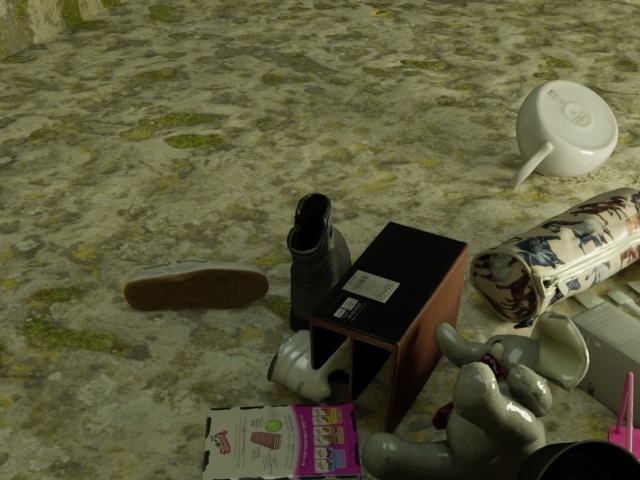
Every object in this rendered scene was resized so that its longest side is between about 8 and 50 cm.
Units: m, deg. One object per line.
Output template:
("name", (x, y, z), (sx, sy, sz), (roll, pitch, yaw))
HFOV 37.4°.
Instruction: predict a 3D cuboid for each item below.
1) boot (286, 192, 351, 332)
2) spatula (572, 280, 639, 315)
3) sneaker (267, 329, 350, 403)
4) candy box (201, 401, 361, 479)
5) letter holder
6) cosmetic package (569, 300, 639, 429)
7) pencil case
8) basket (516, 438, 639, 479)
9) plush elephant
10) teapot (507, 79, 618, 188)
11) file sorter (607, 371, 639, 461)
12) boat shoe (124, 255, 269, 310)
("boot", (0.000, 0.000, 1.818), (0.118, 0.223, 0.338), (-1, 32, 2))
("spatula", (0.597, 0.131, 1.745), (0.168, 0.019, 0.242), (-6, 20, -13))
("sneaker", (0.038, 0.189, 1.658), (0.129, 0.111, 0.297), (35, 47, 20))
("candy box", (-0.059, 0.328, 1.443), (0.233, 0.071, 0.159), (-1, 33, -1))
("letter holder", (0.117, 0.146, 1.586), (0.152, 0.214, 0.302), (17, 38, 22))
("cosmetic package", (0.518, 0.216, 1.550), (0.107, 0.127, 0.238), (-19, 34, -26))
("pencil case", (0.491, 0.025, 1.817), (0.410, 0.160, 0.183), (-22, 25, -30))
("basket", (0.319, 0.333, 1.182), (0.154, 0.204, 0.227), (7, -2, 6))
("plush elephant", (0.259, 0.228, 1.425), (0.330, 0.272, 0.255), (21, 42, -18))
("teapot", (0.554, -0.237, 2.223), (0.256, 0.187, 0.252), (7, 57, -19))
("file sorter", (0.553, 0.316, 1.302), (0.290, 0.182, 0.202), (7, 44, 14))
("boat shoe", (-0.237, 0.070, 1.833), (0.277, 0.098, 0.096), (-2, 33, 1))
